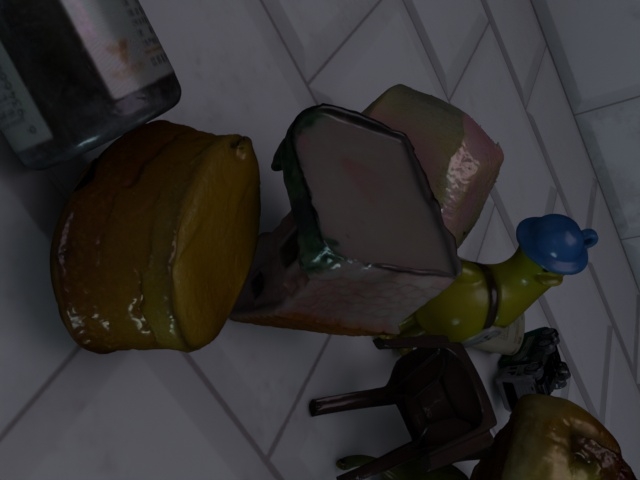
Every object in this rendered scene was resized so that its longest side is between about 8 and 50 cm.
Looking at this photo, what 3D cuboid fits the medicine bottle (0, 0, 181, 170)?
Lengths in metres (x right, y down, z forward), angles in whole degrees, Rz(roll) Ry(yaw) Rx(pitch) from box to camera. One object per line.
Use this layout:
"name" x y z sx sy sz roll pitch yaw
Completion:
"medicine bottle" -0.252 -0.214 0.624 0.165 0.165 0.273 -46 117 -52

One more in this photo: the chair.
"chair" 0.171 0.229 0.990 0.326 0.183 0.175 -3 62 -41

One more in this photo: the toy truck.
"toy truck" 0.461 0.276 1.533 0.253 0.124 0.114 -34 107 -53

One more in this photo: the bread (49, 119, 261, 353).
"bread" -0.152 -0.006 0.697 0.269 0.143 0.195 -69 160 -50

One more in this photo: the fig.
"fig" 0.119 0.365 1.036 0.245 0.149 0.149 39 45 -16

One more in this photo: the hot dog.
"hot dog" 0.356 0.409 1.098 0.405 0.223 0.185 94 21 -53

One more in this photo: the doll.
"doll" 0.263 0.075 1.114 0.199 0.363 0.145 35 31 -48

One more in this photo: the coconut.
"coconut" 0.138 -0.113 1.103 0.233 0.245 0.233 -44 151 -33

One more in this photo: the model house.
"model house" 0.000 0.000 0.863 0.202 0.237 0.237 6 52 -34

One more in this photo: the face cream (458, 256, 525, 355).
"face cream" 0.301 0.126 1.387 0.348 0.081 0.173 19 63 -52
